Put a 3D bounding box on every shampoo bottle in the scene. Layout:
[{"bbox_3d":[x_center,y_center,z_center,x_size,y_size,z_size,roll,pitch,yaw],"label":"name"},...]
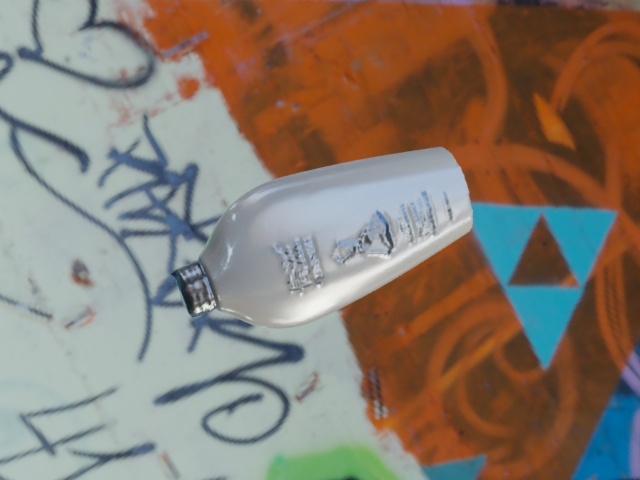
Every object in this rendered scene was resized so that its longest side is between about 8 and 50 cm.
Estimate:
[{"bbox_3d":[0.000,0.000,0.931,0.078,0.257,0.127,-138,-151,-64],"label":"shampoo bottle"}]
